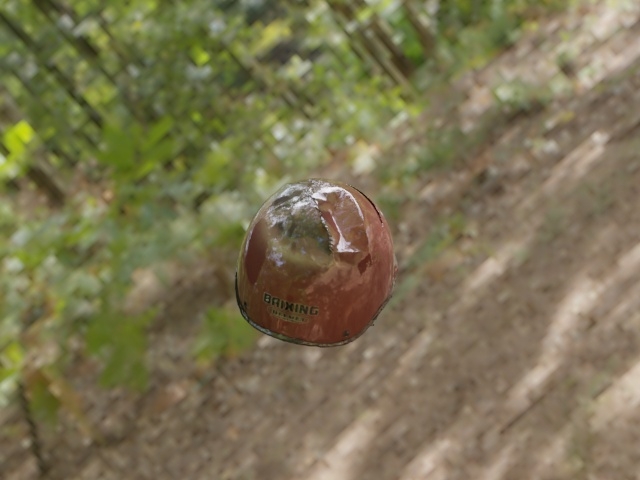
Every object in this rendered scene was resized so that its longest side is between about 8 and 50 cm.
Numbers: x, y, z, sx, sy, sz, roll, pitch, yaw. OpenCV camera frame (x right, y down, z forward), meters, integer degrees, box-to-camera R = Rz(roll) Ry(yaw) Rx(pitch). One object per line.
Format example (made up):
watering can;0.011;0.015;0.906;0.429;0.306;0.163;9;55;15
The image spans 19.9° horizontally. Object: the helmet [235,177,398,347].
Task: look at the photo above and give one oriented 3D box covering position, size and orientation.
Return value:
helmet;0.000;-0.002;0.730;0.084;0.065;0.049;-71;-10;-48
